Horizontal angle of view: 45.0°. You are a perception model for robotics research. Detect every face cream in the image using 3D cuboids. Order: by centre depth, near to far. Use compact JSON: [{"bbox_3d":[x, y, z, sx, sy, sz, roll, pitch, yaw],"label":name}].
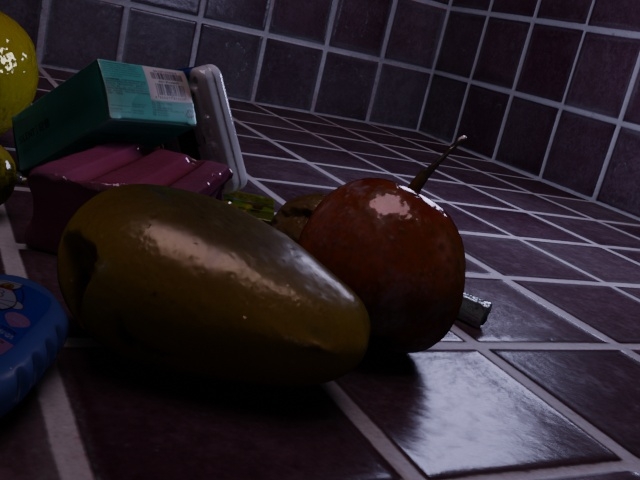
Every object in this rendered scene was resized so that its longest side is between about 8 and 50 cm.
[{"bbox_3d":[-0.322,0.107,0.675,0.149,0.083,0.264,8,16,-2],"label":"face cream"}]

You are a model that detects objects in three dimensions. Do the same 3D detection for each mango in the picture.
[{"bbox_3d":[-0.116,0.052,0.859,0.365,0.182,0.253,17,14,15],"label":"mango"}]

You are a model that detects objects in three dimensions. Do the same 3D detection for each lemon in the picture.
[{"bbox_3d":[-0.737,-0.343,1.548,0.336,0.336,0.336,12,15,-3],"label":"lemon"}]

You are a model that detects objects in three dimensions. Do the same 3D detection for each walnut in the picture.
[{"bbox_3d":[0.000,0.000,1.230,0.184,0.155,0.155,24,18,19],"label":"walnut"}]

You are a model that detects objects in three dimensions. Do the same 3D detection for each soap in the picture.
[{"bbox_3d":[-0.292,-0.067,1.247,0.233,0.128,0.359,12,15,1],"label":"soap"}]

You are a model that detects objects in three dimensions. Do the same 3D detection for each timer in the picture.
[{"bbox_3d":[-0.248,-0.213,1.528,0.178,0.253,0.078,3,23,42],"label":"timer"}]

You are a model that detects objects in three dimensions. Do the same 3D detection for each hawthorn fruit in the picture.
[{"bbox_3d":[0.071,0.024,1.028,0.235,0.263,0.231,0,-24,-28],"label":"hawthorn fruit"}]

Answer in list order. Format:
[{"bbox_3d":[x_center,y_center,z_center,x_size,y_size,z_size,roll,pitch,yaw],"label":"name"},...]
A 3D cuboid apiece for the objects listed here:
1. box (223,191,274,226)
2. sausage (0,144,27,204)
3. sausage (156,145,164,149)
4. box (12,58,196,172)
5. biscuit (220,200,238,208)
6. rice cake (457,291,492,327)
[{"bbox_3d":[-0.153,-0.061,1.537,0.121,0.030,0.193,11,14,-7],"label":"box"},{"bbox_3d":[-0.604,-0.104,1.119,0.347,0.123,0.123,1,19,-36],"label":"sausage"},{"bbox_3d":[-0.348,-0.163,1.653,0.089,0.089,0.179,12,12,-4],"label":"sausage"},{"bbox_3d":[-0.413,-0.224,1.459,0.311,0.118,0.205,-19,-10,39],"label":"box"},{"bbox_3d":[-0.149,0.025,1.046,0.174,0.039,0.183,-9,65,-50],"label":"biscuit"},{"bbox_3d":[0.182,0.084,1.267,0.211,0.043,0.034,24,13,32],"label":"rice cake"}]
